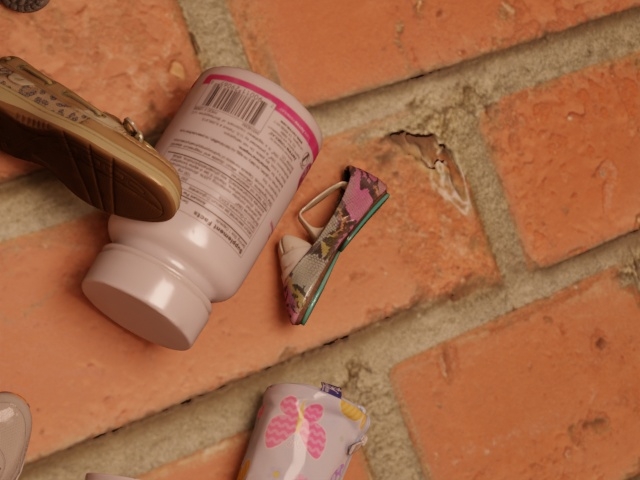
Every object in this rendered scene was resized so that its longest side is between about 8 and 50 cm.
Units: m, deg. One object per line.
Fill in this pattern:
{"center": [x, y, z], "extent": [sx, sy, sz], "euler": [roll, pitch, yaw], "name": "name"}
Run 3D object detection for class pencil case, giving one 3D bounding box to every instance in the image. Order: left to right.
{"center": [-0.038, 0.292, 1.553], "extent": [0.124, 0.113, 0.273], "euler": [24, 72, -17], "name": "pencil case"}

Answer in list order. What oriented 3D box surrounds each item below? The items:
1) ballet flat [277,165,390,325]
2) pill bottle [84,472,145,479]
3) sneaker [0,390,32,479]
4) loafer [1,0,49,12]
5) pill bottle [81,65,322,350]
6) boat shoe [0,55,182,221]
{"center": [0.000, 0.000, 1.652], "extent": [0.079, 0.077, 0.221], "euler": [33, 62, 1], "name": "ballet flat"}
{"center": [-0.217, 0.372, 1.427], "extent": [0.146, 0.146, 0.264], "euler": [16, 75, -24], "name": "pill bottle"}
{"center": [-0.358, 0.263, 1.387], "extent": [0.099, 0.121, 0.262], "euler": [39, 66, -18], "name": "sneaker"}
{"center": [-0.368, -0.360, 1.514], "extent": [0.251, 0.094, 0.087], "euler": [54, 38, -20], "name": "loafer"}
{"center": [-0.129, -0.034, 1.533], "extent": [0.160, 0.160, 0.283], "euler": [37, 68, -18], "name": "pill bottle"}
{"center": [-0.248, -0.114, 1.455], "extent": [0.285, 0.104, 0.089], "euler": [29, 55, 19], "name": "boat shoe"}
